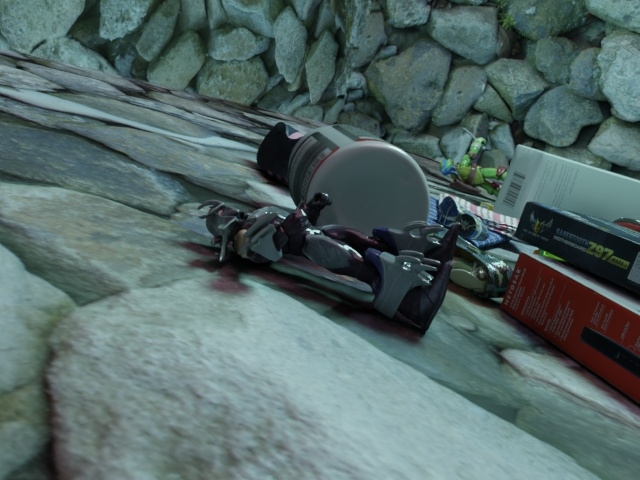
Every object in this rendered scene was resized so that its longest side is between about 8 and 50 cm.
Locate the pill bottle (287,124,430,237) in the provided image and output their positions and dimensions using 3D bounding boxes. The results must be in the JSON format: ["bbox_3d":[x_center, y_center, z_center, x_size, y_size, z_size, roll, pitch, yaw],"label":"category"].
[{"bbox_3d":[0.039,-0.080,0.963,0.161,0.161,0.283,14,13,-13],"label":"pill bottle"}]

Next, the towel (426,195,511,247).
[{"bbox_3d":[0.233,-0.036,1.344,0.243,0.040,0.336,26,17,26],"label":"towel"}]

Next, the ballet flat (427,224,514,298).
[{"bbox_3d":[0.183,0.028,0.931,0.070,0.070,0.188,6,14,-42],"label":"ballet flat"}]

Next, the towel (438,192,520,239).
[{"bbox_3d":[0.343,-0.055,1.411,0.197,0.029,0.144,20,15,3],"label":"towel"}]

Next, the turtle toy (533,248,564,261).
[{"bbox_3d":[0.432,0.037,1.198,0.130,0.066,0.095,10,37,-39],"label":"turtle toy"}]

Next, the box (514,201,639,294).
[{"bbox_3d":[0.402,0.019,0.873,0.183,0.059,0.232,10,15,-34],"label":"box"}]

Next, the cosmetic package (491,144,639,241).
[{"bbox_3d":[0.629,-0.071,1.593,0.384,0.217,0.156,16,13,-13],"label":"cosmetic package"}]

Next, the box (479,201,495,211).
[{"bbox_3d":[0.517,-0.080,1.902,0.081,0.028,0.136,28,14,39],"label":"box"}]

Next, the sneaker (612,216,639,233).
[{"bbox_3d":[0.550,0.081,1.112,0.276,0.135,0.097,37,-11,-30],"label":"sneaker"}]

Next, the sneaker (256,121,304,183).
[{"bbox_3d":[-0.035,-0.151,1.352,0.131,0.112,0.319,30,9,-28],"label":"sneaker"}]

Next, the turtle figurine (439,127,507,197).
[{"bbox_3d":[0.555,-0.251,2.297,0.266,0.198,0.274,24,17,11],"label":"turtle figurine"}]

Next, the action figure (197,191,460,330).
[{"bbox_3d":[0.000,0.000,0.727,0.284,0.099,0.185,15,21,8],"label":"action figure"}]

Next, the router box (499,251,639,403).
[{"bbox_3d":[0.438,0.126,0.795,0.335,0.082,0.301,11,14,-25],"label":"router box"}]

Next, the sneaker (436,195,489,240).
[{"bbox_3d":[0.260,-0.034,1.224,0.058,0.052,0.135,22,20,-30],"label":"sneaker"}]
